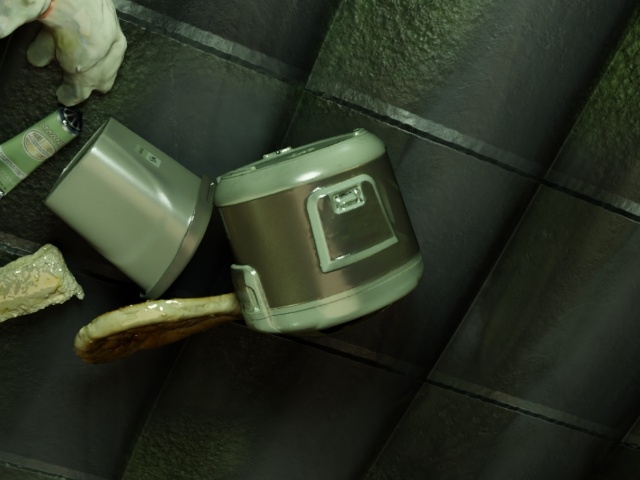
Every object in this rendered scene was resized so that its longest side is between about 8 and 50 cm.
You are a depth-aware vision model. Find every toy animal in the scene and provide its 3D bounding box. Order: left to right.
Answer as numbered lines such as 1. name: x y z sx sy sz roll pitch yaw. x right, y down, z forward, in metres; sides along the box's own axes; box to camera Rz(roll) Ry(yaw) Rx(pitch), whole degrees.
1. toy animal: -0.441 -0.341 1.681 0.266 0.188 0.308 -3 116 -16

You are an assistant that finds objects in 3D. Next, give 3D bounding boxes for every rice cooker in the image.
1. rice cooker: 0.000 0.000 1.800 0.335 0.335 0.325 -17 99 3

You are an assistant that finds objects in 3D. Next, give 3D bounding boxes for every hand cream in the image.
1. hand cream: -0.509 -0.159 1.844 0.235 0.055 0.086 -30 116 18

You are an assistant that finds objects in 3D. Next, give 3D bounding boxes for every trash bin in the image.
1. trash bin: -0.326 -0.063 1.836 0.250 0.220 0.219 39 108 -16

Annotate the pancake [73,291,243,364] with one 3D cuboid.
1. pancake: -0.280 0.152 1.918 0.356 0.356 0.065 -17 82 3

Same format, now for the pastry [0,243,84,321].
1. pastry: -0.583 0.088 1.955 0.258 0.089 0.121 -14 108 -2
